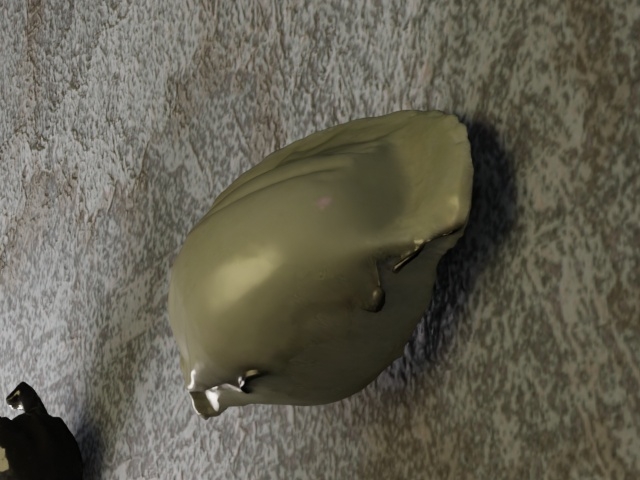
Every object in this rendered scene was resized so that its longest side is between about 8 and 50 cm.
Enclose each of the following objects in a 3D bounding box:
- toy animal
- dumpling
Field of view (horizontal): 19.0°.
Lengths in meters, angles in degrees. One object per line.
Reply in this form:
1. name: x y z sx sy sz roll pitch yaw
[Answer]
1. toy animal: -0.305 0.306 1.828 0.168 0.106 0.343 29 115 52
2. dumpling: 0.002 0.004 1.334 0.227 0.243 0.175 -89 -15 -47
